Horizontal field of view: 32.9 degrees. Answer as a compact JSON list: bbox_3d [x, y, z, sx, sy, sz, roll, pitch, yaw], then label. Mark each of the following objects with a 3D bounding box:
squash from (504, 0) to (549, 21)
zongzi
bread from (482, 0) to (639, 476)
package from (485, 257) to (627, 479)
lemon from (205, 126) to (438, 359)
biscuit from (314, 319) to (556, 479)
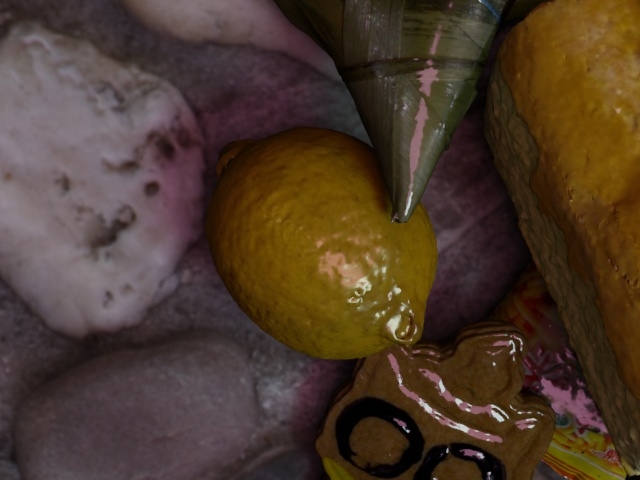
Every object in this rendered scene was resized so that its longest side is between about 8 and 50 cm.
[{"bbox_3d":[0.176,-0.249,1.010,0.188,0.095,0.095,-13,98,-8],"label":"squash"},{"bbox_3d":[0.022,-0.169,0.924,0.251,0.125,0.274,19,82,27],"label":"zongzi"},{"bbox_3d":[0.268,-0.012,0.887,0.165,0.236,0.375,-18,70,-8],"label":"bread"},{"bbox_3d":[0.258,0.111,1.051,0.223,0.108,0.288,35,97,3],"label":"package"},{"bbox_3d":[0.000,0.000,0.951,0.188,0.188,0.256,-41,67,-3],"label":"lemon"},{"bbox_3d":[0.104,0.194,1.014,0.209,0.041,0.290,28,114,-2],"label":"biscuit"}]
